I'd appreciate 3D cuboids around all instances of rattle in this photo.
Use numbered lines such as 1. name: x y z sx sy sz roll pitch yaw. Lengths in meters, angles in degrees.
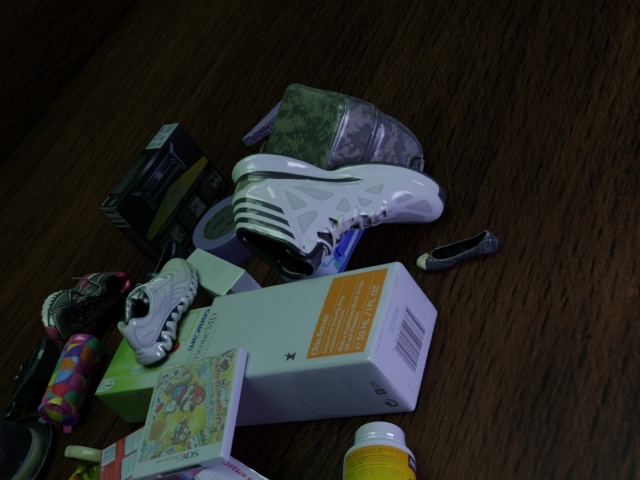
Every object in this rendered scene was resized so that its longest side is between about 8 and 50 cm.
1. rattle: -0.440 0.486 1.815 0.200 0.130 0.142 3 52 30

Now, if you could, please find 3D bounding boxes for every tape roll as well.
1. tape roll: -0.220 -0.024 2.231 0.189 0.080 0.189 -24 36 19

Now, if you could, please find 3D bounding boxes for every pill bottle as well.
1. pill bottle: 0.093 0.396 1.402 0.117 0.117 0.215 -23 37 23

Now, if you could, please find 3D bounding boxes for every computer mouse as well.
1. computer mouse: -0.709 0.337 2.238 0.272 0.072 0.188 -44 27 44

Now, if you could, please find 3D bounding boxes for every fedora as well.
1. fedora: -0.792 0.507 2.075 0.334 0.152 0.334 -25 36 20

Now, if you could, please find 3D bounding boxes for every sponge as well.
1. sponge: -0.125 -0.352 2.519 0.117 0.031 0.210 -24 22 51

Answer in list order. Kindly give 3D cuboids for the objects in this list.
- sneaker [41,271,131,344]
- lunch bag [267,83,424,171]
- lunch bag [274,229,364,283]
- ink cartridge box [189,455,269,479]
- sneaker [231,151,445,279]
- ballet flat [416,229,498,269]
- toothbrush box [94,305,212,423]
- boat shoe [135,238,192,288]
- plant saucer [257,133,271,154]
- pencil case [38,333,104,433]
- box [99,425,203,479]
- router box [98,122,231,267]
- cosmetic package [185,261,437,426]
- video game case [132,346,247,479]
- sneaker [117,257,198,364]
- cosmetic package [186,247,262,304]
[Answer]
1. sneaker: -0.602 0.156 2.290 0.112 0.120 0.299 -13 22 27
2. lunch bag: 0.061 -0.218 2.046 0.305 0.256 0.212 25 101 56
3. lunch bag: 0.000 0.000 1.984 0.176 0.090 0.219 -7 44 39
4. ink cartridge box: -0.171 0.460 1.487 0.140 0.082 0.191 26 28 23
5. sneaker: 0.039 -0.022 1.807 0.448 0.169 0.257 5 56 -7
6. ballet flat: 0.265 0.016 1.750 0.173 0.049 0.057 -19 37 27
7. toothbrush box: -0.317 0.270 1.936 0.283 0.122 0.206 -11 41 33
8. boat shoe: -0.411 0.109 2.243 0.109 0.089 0.258 -16 40 30
9. plant saucer: -0.055 -0.265 2.390 0.311 0.050 0.310 -25 37 20
10. pencil case: -0.595 0.336 2.140 0.104 0.104 0.236 -19 38 27
11. box: -0.306 0.496 1.636 0.154 0.142 0.300 -32 34 11
12. router box: -0.405 -0.118 2.370 0.081 0.243 0.308 1 49 44
13. cosmetic package: -0.028 0.206 1.703 0.453 0.161 0.230 -13 41 34
14. video game case: -0.235 0.314 1.616 0.206 0.026 0.227 -20 41 27
15. sneaker: -0.350 0.127 1.930 0.110 0.118 0.292 -21 32 26
16. cosmetic package: -0.222 0.103 2.049 0.085 0.117 0.231 -51 36 -16
